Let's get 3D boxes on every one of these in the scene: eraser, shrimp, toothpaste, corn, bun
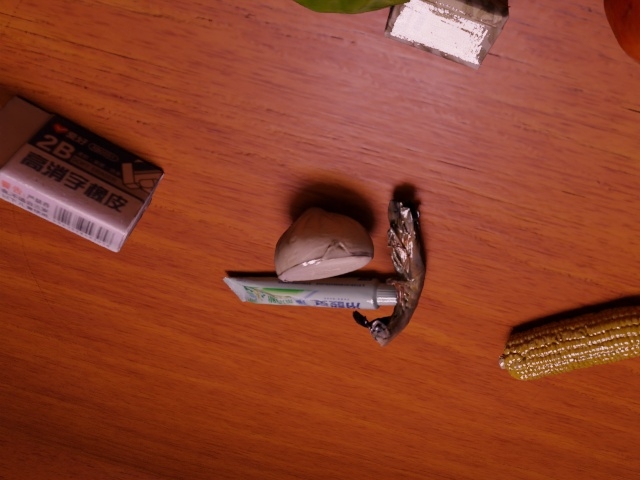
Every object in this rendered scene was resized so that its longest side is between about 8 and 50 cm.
[{"bbox_3d":[-0.331,-0.085,0.664,0.210,0.124,0.068,29,139,-15],"label":"eraser"},{"bbox_3d":[0.095,0.050,0.679,0.046,0.152,0.219,20,138,32],"label":"shrimp"},{"bbox_3d":[-0.017,0.083,0.825,0.297,0.048,0.074,-1,142,24],"label":"toothpaste"},{"bbox_3d":[0.375,0.152,0.753,0.080,0.080,0.238,39,132,-26],"label":"corn"},{"bbox_3d":[0.000,0.000,0.690,0.139,0.094,0.138,-11,165,-3],"label":"bun"}]

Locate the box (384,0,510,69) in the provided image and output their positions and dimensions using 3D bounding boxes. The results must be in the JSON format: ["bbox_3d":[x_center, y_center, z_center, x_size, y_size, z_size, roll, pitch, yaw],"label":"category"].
[{"bbox_3d":[0.111,-0.200,0.452,0.098,0.044,0.062,19,140,-6],"label":"box"}]

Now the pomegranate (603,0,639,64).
[{"bbox_3d":[0.285,-0.181,0.303,0.209,0.209,0.209,9,140,8],"label":"pomegranate"}]

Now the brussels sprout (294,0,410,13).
[{"bbox_3d":[0.024,-0.244,0.359,0.181,0.144,0.161,36,95,-3],"label":"brussels sprout"}]
